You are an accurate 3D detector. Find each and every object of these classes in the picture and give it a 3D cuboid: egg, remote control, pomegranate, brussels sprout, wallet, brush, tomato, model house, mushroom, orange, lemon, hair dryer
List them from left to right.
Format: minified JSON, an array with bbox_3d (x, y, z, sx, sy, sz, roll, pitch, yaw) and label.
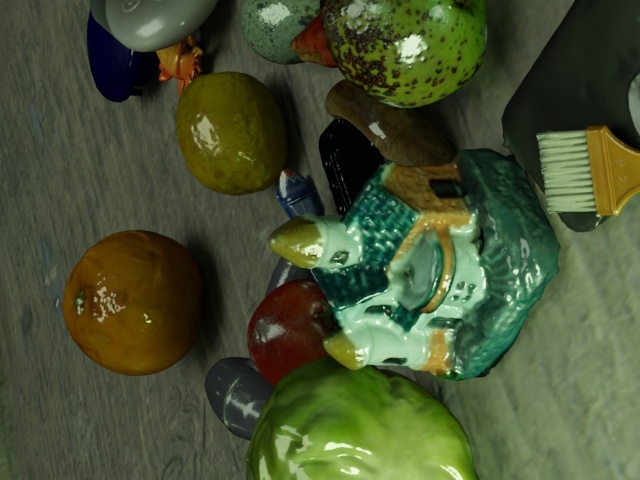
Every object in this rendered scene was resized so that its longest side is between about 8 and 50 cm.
[{"bbox_3d":[-0.322,0.109,1.993,0.261,0.261,0.261,2,93,60],"label":"orange"},{"bbox_3d":[-0.291,-0.440,1.983,0.221,0.103,0.332,-44,41,-4],"label":"remote control"},{"bbox_3d":[-0.135,-0.163,1.731,0.170,0.170,0.207,-36,66,55],"label":"lemon"},{"bbox_3d":[-0.046,0.133,1.550,0.139,0.091,0.159,-28,71,39],"label":"tomato"},{"bbox_3d":[-0.039,0.141,1.650,0.301,0.121,0.361,23,106,49],"label":"hair dryer"},{"bbox_3d":[-0.037,-0.314,1.589,0.172,0.132,0.132,4,95,48],"label":"egg"},{"bbox_3d":[0.053,0.290,1.316,0.242,0.274,0.316,-25,73,33],"label":"brussels sprout"},{"bbox_3d":[0.067,-0.254,1.315,0.248,0.214,0.214,-7,84,37],"label":"pomegranate"},{"bbox_3d":[0.081,-0.142,1.384,0.210,0.094,0.072,42,107,34],"label":"mushroom"},{"bbox_3d":[0.077,0.032,1.252,0.253,0.291,0.184,-59,38,43],"label":"model house"},{"bbox_3d":[0.302,-0.181,1.086,0.377,0.051,0.197,-60,44,44],"label":"wallet"},{"bbox_3d":[0.326,-0.065,1.030,0.314,0.017,0.090,2,108,50],"label":"brush"}]

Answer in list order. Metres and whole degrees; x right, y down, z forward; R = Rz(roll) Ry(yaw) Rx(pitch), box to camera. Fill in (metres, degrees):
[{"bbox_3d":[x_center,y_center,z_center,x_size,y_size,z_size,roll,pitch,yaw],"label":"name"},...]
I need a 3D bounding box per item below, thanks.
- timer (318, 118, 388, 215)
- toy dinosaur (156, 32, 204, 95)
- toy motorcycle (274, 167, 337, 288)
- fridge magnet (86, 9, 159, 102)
[{"bbox_3d":[0.065,-0.089,1.498,0.144,0.055,0.187,-45,57,53],"label":"timer"},{"bbox_3d":[-0.246,-0.318,2.016,0.288,0.070,0.117,-142,46,-58],"label":"toy dinosaur"},{"bbox_3d":[0.000,0.000,1.547,0.205,0.076,0.114,64,180,8],"label":"toy motorcycle"},{"bbox_3d":[-0.386,-0.402,2.208,0.265,0.112,0.265,5,96,60],"label":"fridge magnet"}]
